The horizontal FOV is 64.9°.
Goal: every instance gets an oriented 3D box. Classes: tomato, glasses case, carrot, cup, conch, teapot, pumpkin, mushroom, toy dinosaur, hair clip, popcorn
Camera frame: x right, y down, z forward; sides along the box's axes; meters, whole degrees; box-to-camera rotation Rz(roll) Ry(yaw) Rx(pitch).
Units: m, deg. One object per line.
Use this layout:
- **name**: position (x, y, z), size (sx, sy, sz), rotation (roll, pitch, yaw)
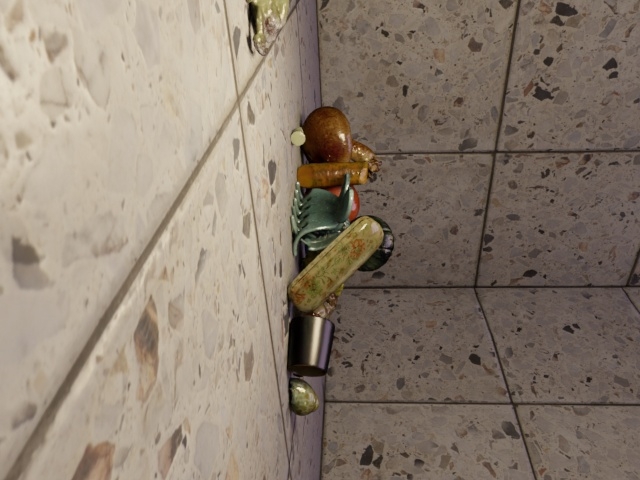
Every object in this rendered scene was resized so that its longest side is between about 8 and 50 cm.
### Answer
- **tomato**: position (0.041, -0.165, 2.300), size (0.265, 0.265, 0.264), rotation (-1, 90, -86)
- **glasses case**: position (0.058, 0.087, 1.822), size (0.098, 0.425, 0.156), rotation (41, -8, 45)
- **carrot**: position (0.052, -0.277, 2.138), size (0.114, 0.302, 0.114), rotation (-2, 90, -82)
- **cup**: position (-0.033, 0.400, 1.828), size (0.239, 0.166, 0.177), rotation (80, 13, -59)
- **conch**: position (-0.062, 0.573, 1.832), size (0.116, 0.106, 0.172), rotation (-144, -143, -72)
- **teapot**: position (-0.090, -0.406, 1.963), size (0.067, 0.057, 0.083), rotation (-51, -160, 25)
- **pumpkin**: position (0.212, 0.016, 2.216), size (0.216, 0.250, 0.249), rotation (26, 59, -54)
- **mushroom**: position (0.088, -0.441, 2.267), size (0.331, 0.356, 0.334), rotation (27, 55, -84)
- **toy dinosaur**: position (-0.131, -0.570, 1.243), size (0.294, 0.077, 0.162), rotation (-65, 162, -47)
- **hair clip**: position (0.013, -0.091, 2.008), size (0.318, 0.239, 0.392), rotation (-87, 175, -51)
- **popcorn**: position (0.023, 0.127, 2.242), size (0.241, 0.235, 0.250), rotation (63, -32, 29)

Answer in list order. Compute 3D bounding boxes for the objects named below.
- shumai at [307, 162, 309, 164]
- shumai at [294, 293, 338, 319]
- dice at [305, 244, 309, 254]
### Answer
- **shumai**: position (-0.011, -0.309, 2.578), size (0.201, 0.120, 0.201), rotation (2, 90, -85)
- **shumai**: position (-0.042, 0.261, 2.020), size (0.185, 0.184, 0.218), rotation (-52, 175, -19)
- **dice**: position (0.000, 0.000, 2.479), size (0.143, 0.147, 0.146), rotation (-87, 175, -61)
